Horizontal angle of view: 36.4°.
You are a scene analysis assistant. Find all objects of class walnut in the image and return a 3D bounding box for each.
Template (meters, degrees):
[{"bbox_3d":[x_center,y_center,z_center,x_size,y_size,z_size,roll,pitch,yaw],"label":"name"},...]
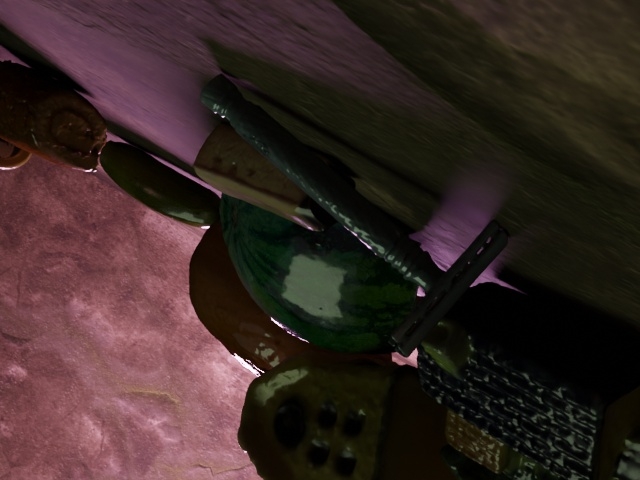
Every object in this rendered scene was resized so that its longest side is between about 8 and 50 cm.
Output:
[{"bbox_3d":[-0.033,0.079,1.167,0.297,0.203,0.203,35,177,34],"label":"walnut"}]

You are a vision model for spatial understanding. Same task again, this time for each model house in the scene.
[{"bbox_3d":[0.176,0.142,0.789,0.194,0.170,0.211,29,173,42],"label":"model house"},{"bbox_3d":[0.041,0.207,0.998,0.234,0.175,0.193,-2,169,44],"label":"model house"}]

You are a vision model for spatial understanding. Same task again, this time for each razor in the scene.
[{"bbox_3d":[0.009,-0.035,0.681,0.232,0.106,0.068,42,174,8],"label":"razor"}]

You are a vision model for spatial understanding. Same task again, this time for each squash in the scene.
[{"bbox_3d":[-0.249,-0.085,1.471,0.318,0.071,0.080,28,174,32],"label":"squash"}]

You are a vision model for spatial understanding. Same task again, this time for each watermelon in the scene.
[{"bbox_3d":[-0.006,0.010,0.891,0.231,0.128,0.146,25,161,3],"label":"watermelon"}]

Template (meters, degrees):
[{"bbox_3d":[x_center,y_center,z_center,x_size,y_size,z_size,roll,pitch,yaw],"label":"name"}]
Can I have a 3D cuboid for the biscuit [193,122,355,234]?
[{"bbox_3d":[-0.044,-0.054,0.819,0.052,0.056,0.188,35,174,-36],"label":"biscuit"}]

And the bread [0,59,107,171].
[{"bbox_3d":[-0.372,-0.167,1.278,0.172,0.103,0.132,27,179,36],"label":"bread"}]

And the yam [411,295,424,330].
[{"bbox_3d":[0.164,0.110,1.068,0.066,0.066,0.299,34,173,-22],"label":"yam"}]

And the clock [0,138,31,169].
[{"bbox_3d":[-0.495,-0.190,1.343,0.237,0.057,0.237,50,-158,-29],"label":"clock"}]
